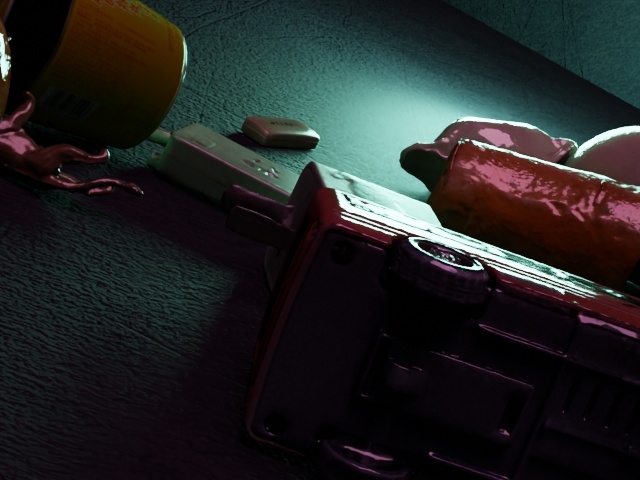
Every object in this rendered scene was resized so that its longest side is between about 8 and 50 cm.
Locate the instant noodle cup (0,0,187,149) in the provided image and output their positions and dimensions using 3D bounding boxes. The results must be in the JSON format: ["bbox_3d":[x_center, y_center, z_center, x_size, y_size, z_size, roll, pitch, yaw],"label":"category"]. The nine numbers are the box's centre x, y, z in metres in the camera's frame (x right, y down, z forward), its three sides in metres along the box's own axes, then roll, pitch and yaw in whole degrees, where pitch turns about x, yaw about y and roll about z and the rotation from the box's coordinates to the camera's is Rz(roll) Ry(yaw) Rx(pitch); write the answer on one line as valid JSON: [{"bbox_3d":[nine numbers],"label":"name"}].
[{"bbox_3d":[-0.274,-0.203,1.655,0.236,0.216,0.215,25,14,-34],"label":"instant noodle cup"}]

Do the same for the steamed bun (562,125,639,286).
[{"bbox_3d":[0.448,-0.047,2.048,0.283,0.177,0.283,29,-11,6],"label":"steamed bun"}]

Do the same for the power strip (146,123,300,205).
[{"bbox_3d":[-0.081,-0.062,1.722,0.288,0.053,0.093,28,18,6],"label":"power strip"}]

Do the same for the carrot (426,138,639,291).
[{"bbox_3d":[0.253,-0.026,1.848,0.254,0.196,0.196,27,17,6],"label":"carrot"}]

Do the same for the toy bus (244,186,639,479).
[{"bbox_3d":[0.160,0.117,1.288,0.426,0.203,0.233,20,13,-8],"label":"toy bus"}]

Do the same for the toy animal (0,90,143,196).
[{"bbox_3d":[-0.271,-0.087,1.524,0.219,0.069,0.086,20,39,0],"label":"toy animal"}]

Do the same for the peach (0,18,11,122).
[{"bbox_3d":[-0.364,-0.155,1.326,0.232,0.233,0.232,22,18,-8],"label":"peach"}]

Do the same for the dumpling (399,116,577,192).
[{"bbox_3d":[0.218,-0.095,2.096,0.250,0.162,0.132,3,62,-18],"label":"dumpling"}]

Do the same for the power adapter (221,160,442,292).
[{"bbox_3d":[0.000,0.000,1.527,0.204,0.125,0.130,20,19,-18],"label":"power adapter"}]

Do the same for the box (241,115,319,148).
[{"bbox_3d":[-0.050,-0.138,2.031,0.048,0.025,0.115,34,20,32],"label":"box"}]
